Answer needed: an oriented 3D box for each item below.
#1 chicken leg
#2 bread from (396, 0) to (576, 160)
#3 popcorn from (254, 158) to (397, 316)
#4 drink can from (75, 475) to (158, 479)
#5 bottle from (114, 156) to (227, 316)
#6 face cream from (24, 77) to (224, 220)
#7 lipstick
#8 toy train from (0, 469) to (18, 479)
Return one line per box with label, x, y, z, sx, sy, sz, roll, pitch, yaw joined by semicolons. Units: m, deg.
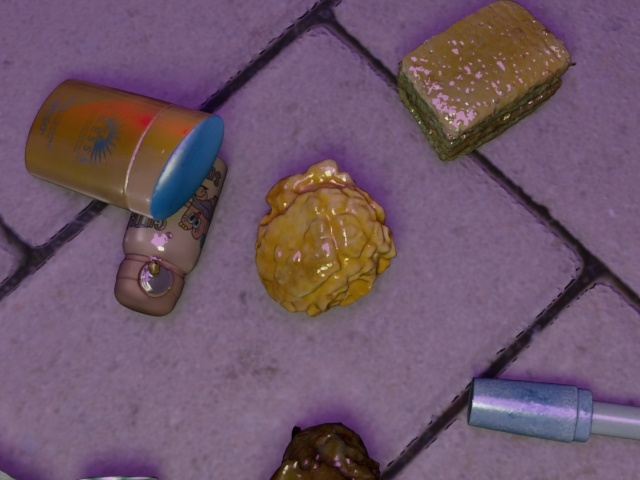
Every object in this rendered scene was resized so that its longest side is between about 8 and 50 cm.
chicken leg;-0.040;0.357;1.151;0.140;0.211;0.361;34;63;-8
bread;0.204;-0.206;1.376;0.196;0.102;0.138;-34;79;-11
popcorn;0.000;0.000;1.294;0.180;0.180;0.170;23;41;8
drink can;-0.230;0.368;1.216;0.118;0.118;0.204;-4;74;0
bottle;-0.186;-0.012;1.326;0.097;0.110;0.209;20;74;-14
face cream;-0.242;-0.113;1.309;0.285;0.067;0.139;18;82;39
lipstick;0.313;0.206;1.276;0.274;0.061;0.068;7;72;4
toy train;-0.453;0.350;1.145;0.249;0.173;0.307;31;38;6
